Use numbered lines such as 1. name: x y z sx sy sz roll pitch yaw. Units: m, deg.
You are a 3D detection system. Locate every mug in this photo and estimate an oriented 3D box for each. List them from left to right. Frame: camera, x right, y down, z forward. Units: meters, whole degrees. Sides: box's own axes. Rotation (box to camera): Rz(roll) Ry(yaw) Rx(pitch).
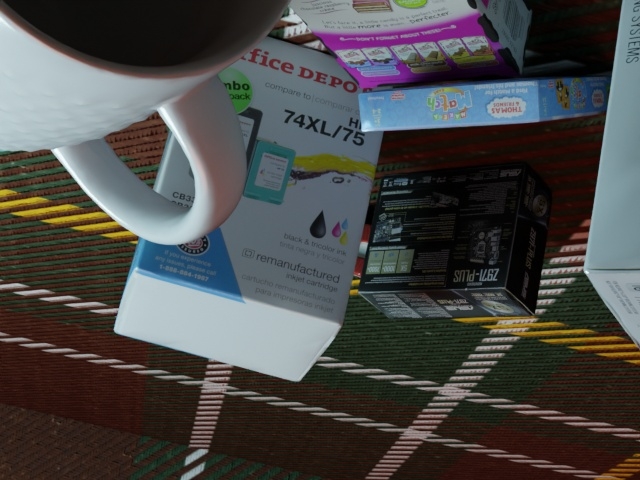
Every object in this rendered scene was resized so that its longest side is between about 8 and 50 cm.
1. mug: -0.184 -0.162 1.034 0.374 0.276 0.328 58 147 -8

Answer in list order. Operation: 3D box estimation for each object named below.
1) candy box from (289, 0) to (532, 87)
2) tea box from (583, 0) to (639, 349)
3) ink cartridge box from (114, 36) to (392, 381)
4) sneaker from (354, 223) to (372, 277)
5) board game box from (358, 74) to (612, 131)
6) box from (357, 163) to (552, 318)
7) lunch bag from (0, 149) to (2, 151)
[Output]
1. candy box: 0.056 -0.215 1.127 0.159 0.071 0.233 -1 155 29
2. tea box: 0.380 -0.083 0.932 0.324 0.328 0.220 -1 154 31
3. ink cartridge box: -0.066 -0.035 1.361 0.198 0.270 0.197 15 156 -8
4. sneaker: 0.000 0.000 1.659 0.221 0.087 0.128 27 174 9
5. board game box: 0.152 -0.121 1.213 0.160 0.039 0.211 -1 -174 30
6. box: 0.147 0.003 1.504 0.180 0.147 0.077 -4 152 33
7. lunch bag: -0.417 -0.188 1.393 0.279 0.107 0.224 6 154 14
